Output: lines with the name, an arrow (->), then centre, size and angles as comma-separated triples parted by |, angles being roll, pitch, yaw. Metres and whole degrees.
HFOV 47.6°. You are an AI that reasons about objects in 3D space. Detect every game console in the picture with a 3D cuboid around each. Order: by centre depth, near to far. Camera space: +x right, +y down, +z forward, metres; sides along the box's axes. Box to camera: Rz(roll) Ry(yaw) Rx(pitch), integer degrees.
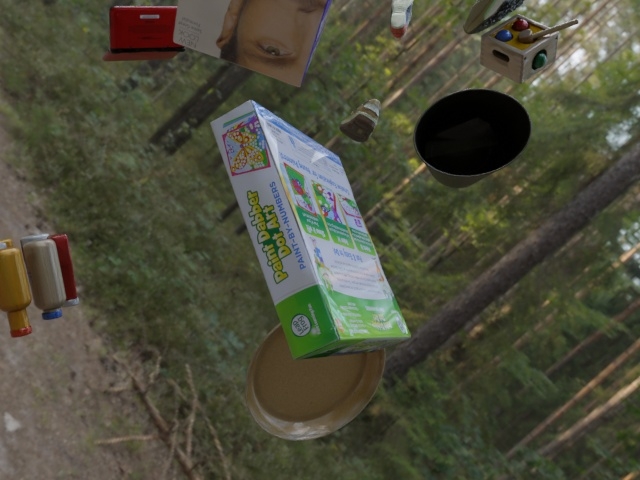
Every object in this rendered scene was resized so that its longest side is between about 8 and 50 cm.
game console -> -0.338, -0.392, 1.382 | 0.085, 0.144, 0.124 | 45, -43, 47

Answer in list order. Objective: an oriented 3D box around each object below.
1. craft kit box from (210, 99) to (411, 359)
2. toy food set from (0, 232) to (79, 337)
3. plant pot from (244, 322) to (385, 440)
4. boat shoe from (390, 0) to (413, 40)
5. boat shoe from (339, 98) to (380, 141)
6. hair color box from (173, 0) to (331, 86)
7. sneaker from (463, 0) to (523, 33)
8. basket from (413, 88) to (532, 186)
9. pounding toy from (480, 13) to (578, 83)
craft kit box -> 0.000, 0.000, 0.774 | 0.246, 0.061, 0.250 | 67, 17, 16
toy food set -> -0.383, 0.052, 0.951 | 0.232, 0.111, 0.104 | 4, -75, 60
plant pot -> -0.010, 0.202, 1.130 | 0.236, 0.236, 0.032 | 45, -2, -32
boat shoe -> 0.187, -0.520, 1.670 | 0.043, 0.049, 0.137 | 70, 27, -53
boat shoe -> 0.094, -0.261, 1.560 | 0.068, 0.072, 0.190 | 30, -6, -12
hair color box -> -0.057, -0.370, 0.874 | 0.185, 0.338, 0.110 | 19, 49, -3
sneaker -> 0.376, -0.606, 1.434 | 0.182, 0.410, 0.158 | 42, 40, 17
basket -> 0.269, -0.177, 1.367 | 0.227, 0.205, 0.154 | 55, 24, -84
pounding toy -> 0.424, -0.403, 1.481 | 0.141, 0.130, 0.100 | 40, -26, 36
